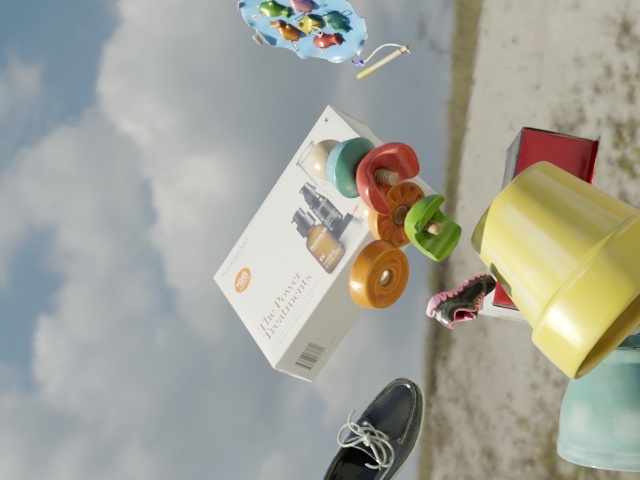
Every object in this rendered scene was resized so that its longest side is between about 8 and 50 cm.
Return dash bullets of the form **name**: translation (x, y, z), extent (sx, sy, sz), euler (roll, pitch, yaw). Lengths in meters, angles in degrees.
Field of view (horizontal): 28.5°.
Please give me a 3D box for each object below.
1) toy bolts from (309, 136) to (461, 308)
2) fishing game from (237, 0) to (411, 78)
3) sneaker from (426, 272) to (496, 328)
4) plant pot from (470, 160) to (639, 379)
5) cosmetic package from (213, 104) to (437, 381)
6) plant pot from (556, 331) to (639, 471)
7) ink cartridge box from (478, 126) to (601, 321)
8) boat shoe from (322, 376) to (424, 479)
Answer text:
- **toy bolts**: translation (0.059, -0.040, 1.792), extent (0.218, 0.158, 0.228), euler (-48, -47, -21)
- **fishing game**: translation (-0.028, -0.283, 1.663), extent (0.189, 0.264, 0.041), euler (-17, 50, 57)
- **sneaker**: translation (0.207, 0.089, 1.764), extent (0.119, 0.057, 0.047), euler (-26, -40, -27)
- **plant pot**: translation (0.351, 0.025, 1.762), extent (0.254, 0.239, 0.254), euler (-40, -21, -19)
- **cosmetic package**: translation (0.000, 0.000, 2.098), extent (0.097, 0.284, 0.377), euler (25, -74, -35)
- **plant pot**: translation (0.553, 0.267, 2.180), extent (0.293, 0.293, 0.196), euler (-17, -76, -70)
- **ink cartridge box**: translation (0.369, -0.024, 2.138), extent (0.272, 0.130, 0.309), euler (85, -164, -83)
- **boat shoe**: translation (0.064, 0.304, 1.785), extent (0.254, 0.095, 0.079), euler (-56, -26, -7)
